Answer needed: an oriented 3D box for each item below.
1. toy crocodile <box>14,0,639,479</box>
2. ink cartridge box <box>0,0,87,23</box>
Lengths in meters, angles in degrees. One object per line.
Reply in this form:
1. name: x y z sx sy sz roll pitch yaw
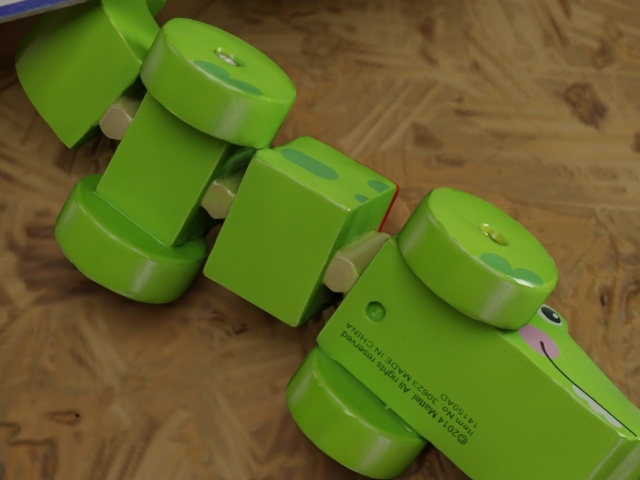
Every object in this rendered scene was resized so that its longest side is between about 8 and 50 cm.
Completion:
1. toy crocodile: 0.000 0.000 0.841 0.340 0.105 0.115 36 114 14
2. ink cartridge box: -0.110 -0.260 0.834 0.304 0.072 0.307 -16 101 -13
